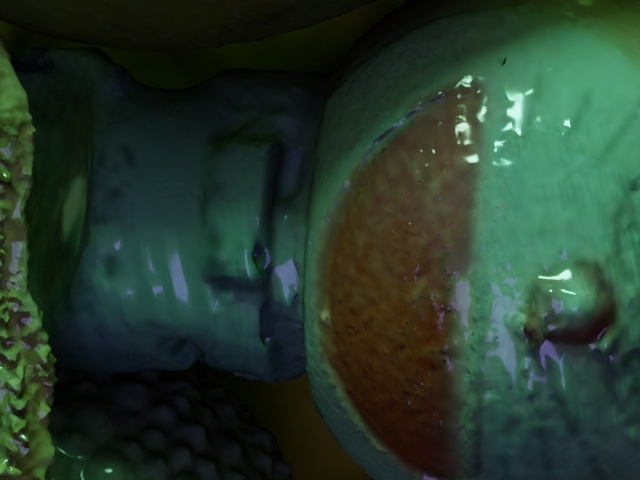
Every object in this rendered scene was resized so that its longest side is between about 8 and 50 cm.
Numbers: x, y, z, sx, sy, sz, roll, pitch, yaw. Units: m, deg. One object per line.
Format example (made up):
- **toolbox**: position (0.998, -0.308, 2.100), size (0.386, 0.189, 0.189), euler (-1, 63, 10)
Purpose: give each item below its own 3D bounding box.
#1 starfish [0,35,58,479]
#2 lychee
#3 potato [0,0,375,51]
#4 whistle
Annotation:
- **starfish**: position (-0.155, 0.071, 0.585), size (0.299, 0.060, 0.302), euler (13, 104, 28)
- **lychee**: position (-0.084, 0.128, 0.673), size (0.165, 0.165, 0.197), euler (7, 84, -1)
- **potato**: position (-0.023, -0.145, 0.512), size (0.251, 0.159, 0.174), euler (-10, 150, 0)
- **whistle**: position (0.000, 0.000, 0.586), size (0.348, 0.189, 0.189), euler (4, 122, 7)
